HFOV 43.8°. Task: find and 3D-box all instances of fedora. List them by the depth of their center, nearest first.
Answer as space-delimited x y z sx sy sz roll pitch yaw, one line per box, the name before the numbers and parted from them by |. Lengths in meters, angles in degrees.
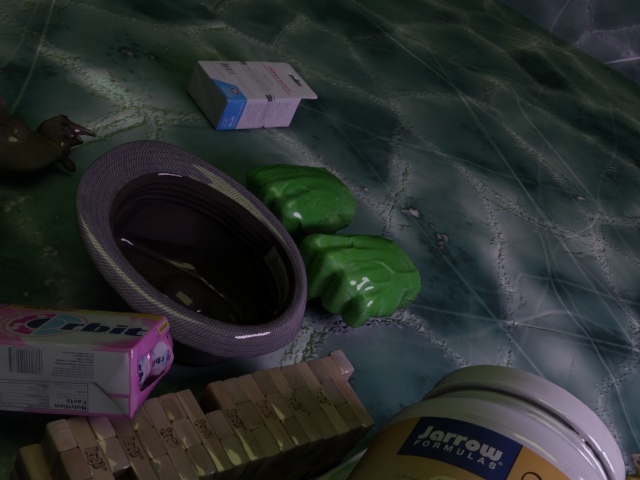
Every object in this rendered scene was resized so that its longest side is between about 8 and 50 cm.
fedora | -0.150 0.033 0.866 0.275 0.124 0.243 35 38 -6

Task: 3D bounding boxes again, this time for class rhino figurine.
rhino figurine | -0.376 -0.116 0.938 0.243 0.073 0.106 -10 47 -43

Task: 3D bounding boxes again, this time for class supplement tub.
supplement tub | 0.104 0.271 0.636 0.228 0.228 0.316 36 46 9

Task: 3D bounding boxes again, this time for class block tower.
block tower | -0.100 0.193 0.740 0.335 0.091 0.097 -9 52 -40

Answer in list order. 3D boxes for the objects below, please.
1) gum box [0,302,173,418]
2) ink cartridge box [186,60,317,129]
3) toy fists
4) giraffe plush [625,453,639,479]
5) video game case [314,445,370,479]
gum box | -0.230 0.102 0.697 0.188 0.062 0.107 3 11 4
ink cartridge box | -0.107 -0.232 1.266 0.180 0.060 0.104 -10 50 -40
toy fists | 0.000 0.000 1.037 0.142 0.096 0.279 1 43 -48
giraffe plush | 0.351 0.340 0.822 0.210 0.181 0.170 40 53 -34
video game case | 0.111 0.290 0.822 0.212 0.023 0.193 -17 56 -45
